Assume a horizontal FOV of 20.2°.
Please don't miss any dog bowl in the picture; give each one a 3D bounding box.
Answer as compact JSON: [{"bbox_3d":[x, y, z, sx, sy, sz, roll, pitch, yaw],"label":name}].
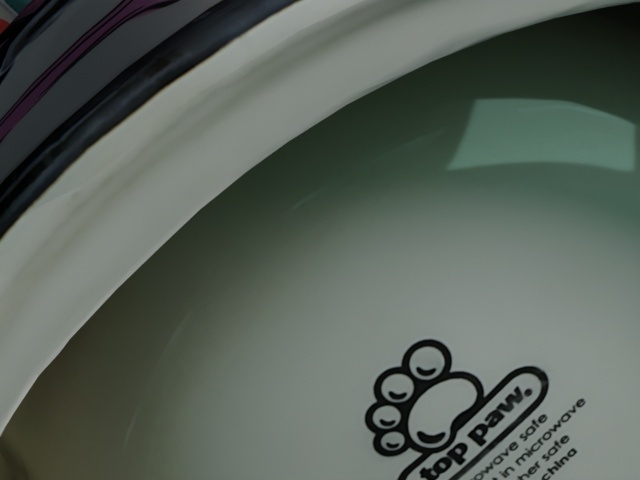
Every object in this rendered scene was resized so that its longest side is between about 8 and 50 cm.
[{"bbox_3d":[0.043,0.053,0.557,0.408,0.150,0.408,-10,125,-15],"label":"dog bowl"}]

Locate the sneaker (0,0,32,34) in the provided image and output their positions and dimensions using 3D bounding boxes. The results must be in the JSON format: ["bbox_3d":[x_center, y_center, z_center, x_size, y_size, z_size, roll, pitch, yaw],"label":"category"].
[{"bbox_3d":[-0.106,-0.140,0.598,0.057,0.075,0.161,-19,101,-46],"label":"sneaker"}]
